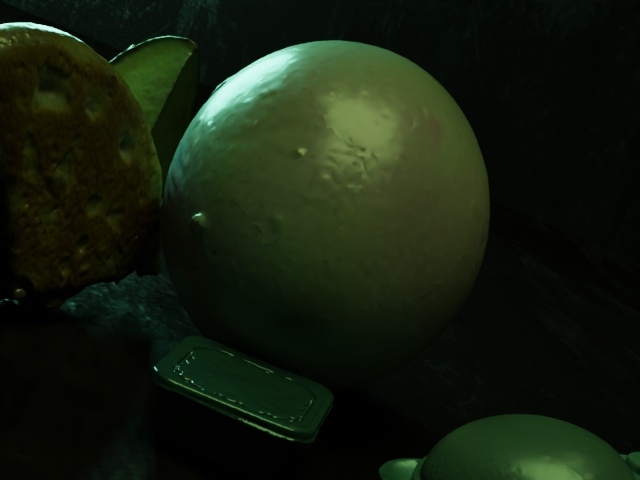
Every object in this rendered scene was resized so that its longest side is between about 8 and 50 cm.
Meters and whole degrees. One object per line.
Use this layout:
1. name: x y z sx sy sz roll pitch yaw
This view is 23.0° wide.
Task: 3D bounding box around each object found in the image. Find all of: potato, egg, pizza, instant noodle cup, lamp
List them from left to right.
1. pizza: -0.270 -0.055 1.572 0.114 0.278 0.409 16 -18 31
2. potato: -0.266 -0.137 2.233 0.112 0.269 0.255 25 -16 9
3. instant noodle cup: -0.077 0.155 1.427 0.157 0.070 0.179 23 12 5
4. egg: 0.000 0.000 1.632 0.354 0.354 0.340 22 26 -6
5. lamp: 0.209 0.238 1.422 0.284 0.147 0.209 18 10 -31
